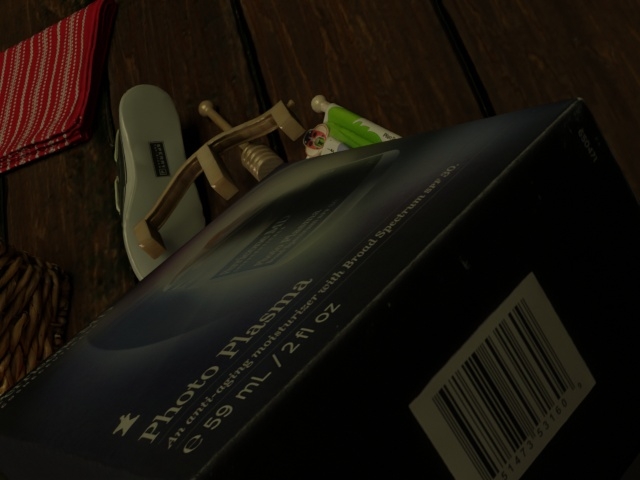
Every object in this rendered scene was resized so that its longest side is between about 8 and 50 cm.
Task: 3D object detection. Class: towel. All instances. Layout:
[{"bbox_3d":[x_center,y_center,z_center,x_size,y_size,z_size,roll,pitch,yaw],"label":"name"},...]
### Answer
[{"bbox_3d":[-0.361,-0.183,1.334,0.275,0.031,0.199,-15,59,38],"label":"towel"}]

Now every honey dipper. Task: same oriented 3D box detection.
[{"bbox_3d":[-0.080,-0.101,1.032,0.030,0.030,0.160,-53,40,9],"label":"honey dipper"}]

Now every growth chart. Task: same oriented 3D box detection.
[{"bbox_3d":[0.000,0.000,0.909,0.172,0.021,0.237,26,88,46],"label":"growth chart"}]

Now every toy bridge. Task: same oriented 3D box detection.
[{"bbox_3d":[-0.095,-0.064,0.971,0.188,0.026,0.063,-40,40,8],"label":"toy bridge"}]

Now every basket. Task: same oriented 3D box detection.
[{"bbox_3d":[-0.441,0.088,1.128,0.299,0.223,0.213,-18,58,37],"label":"basket"}]

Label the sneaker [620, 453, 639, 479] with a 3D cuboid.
[{"bbox_3d":[0.109,0.199,0.621,0.112,0.131,0.319,20,82,48],"label":"sneaker"}]

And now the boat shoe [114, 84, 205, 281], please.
[{"bbox_3d":[-0.162,-0.043,1.053,0.070,0.078,0.219,127,140,-58],"label":"boat shoe"}]

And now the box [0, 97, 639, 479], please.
[{"bbox_3d":[0.001,0.085,0.619,0.296,0.183,0.294,-42,19,-30],"label":"box"}]
